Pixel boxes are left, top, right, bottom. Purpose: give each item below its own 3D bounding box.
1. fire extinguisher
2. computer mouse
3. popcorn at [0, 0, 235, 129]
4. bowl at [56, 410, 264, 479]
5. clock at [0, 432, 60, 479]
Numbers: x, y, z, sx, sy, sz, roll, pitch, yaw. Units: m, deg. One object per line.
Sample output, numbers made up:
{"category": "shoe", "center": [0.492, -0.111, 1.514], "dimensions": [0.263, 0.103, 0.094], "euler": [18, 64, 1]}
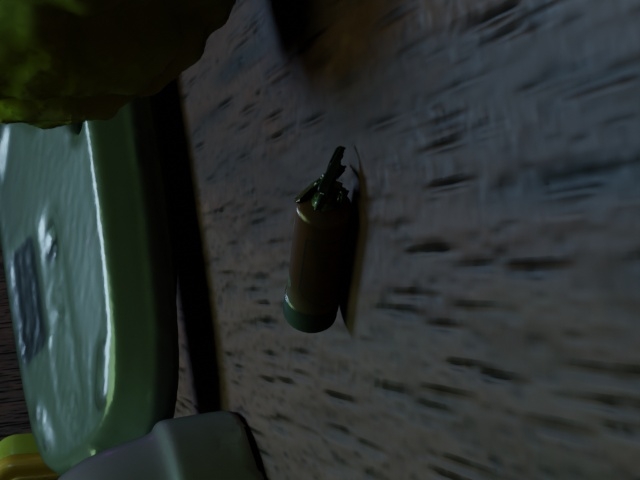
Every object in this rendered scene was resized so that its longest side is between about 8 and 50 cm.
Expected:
{"category": "fire extinguisher", "center": [0.000, 0.000, 0.715], "dimensions": [0.083, 0.022, 0.028], "euler": [97, -166, -49]}
{"category": "computer mouse", "center": [-0.141, 0.001, 1.240], "dimensions": [0.197, 0.095, 0.330], "euler": [-41, 53, 55]}
{"category": "popcorn", "center": [-0.117, -0.182, 0.772], "dimensions": [0.237, 0.206, 0.251], "euler": [-93, 19, -59]}
{"category": "bowl", "center": [-0.101, 0.243, 1.056], "dimensions": [0.287, 0.144, 0.286], "euler": [175, 90, -78]}
{"category": "clock", "center": [-0.244, 0.289, 1.817], "dimensions": [0.096, 0.143, 0.202], "euler": [-108, 14, -75]}
